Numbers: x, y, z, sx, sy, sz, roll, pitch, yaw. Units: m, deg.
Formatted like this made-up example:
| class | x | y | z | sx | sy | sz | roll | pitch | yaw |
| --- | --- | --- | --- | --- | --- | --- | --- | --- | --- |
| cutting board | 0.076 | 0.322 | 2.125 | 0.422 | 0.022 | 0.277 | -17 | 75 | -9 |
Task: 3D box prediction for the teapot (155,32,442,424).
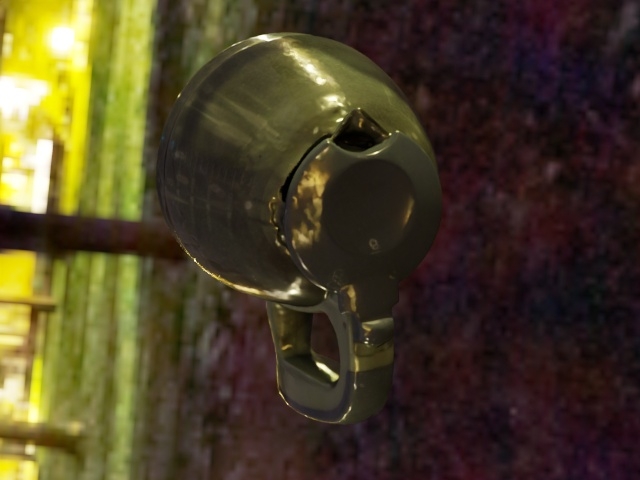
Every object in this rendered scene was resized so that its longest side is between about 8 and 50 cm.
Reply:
| class | x | y | z | sx | sy | sz | roll | pitch | yaw |
| --- | --- | --- | --- | --- | --- | --- | --- | --- | --- |
| teapot | -0.008 | -0.005 | 0.689 | 0.149 | 0.111 | 0.108 | -66 | 27 | 5 |
